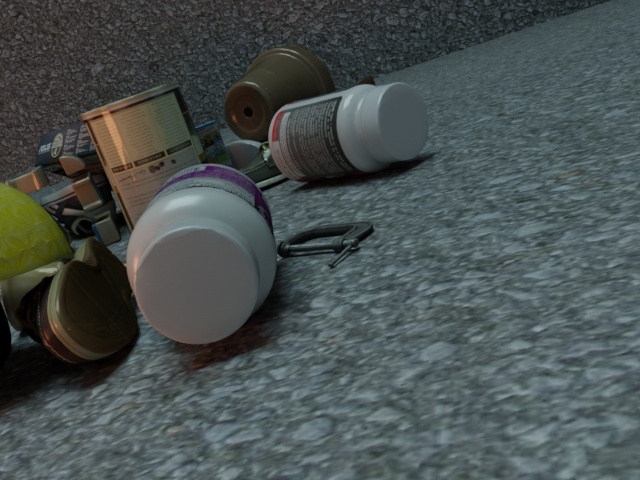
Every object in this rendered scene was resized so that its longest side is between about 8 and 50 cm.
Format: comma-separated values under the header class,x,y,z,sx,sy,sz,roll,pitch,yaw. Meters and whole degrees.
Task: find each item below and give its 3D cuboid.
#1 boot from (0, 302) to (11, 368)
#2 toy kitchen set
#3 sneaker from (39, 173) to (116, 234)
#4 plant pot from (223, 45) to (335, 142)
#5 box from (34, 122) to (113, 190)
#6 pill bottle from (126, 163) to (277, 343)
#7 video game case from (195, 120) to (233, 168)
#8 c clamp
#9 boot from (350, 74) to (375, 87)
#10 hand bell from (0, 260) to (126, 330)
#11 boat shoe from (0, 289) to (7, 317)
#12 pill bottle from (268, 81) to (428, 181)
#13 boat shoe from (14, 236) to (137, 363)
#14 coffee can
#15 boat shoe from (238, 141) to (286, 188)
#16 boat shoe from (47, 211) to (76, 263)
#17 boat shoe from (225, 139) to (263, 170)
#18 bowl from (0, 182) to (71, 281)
class,x,y,z,sx,sy,sz,roll,pitch,yaw
boot,-0.550,0.164,0.934,0.260,0.131,0.348,-15,4,-10
toy kitchen set,-0.553,-0.070,1.629,0.166,0.207,0.122,-25,15,-9
sneaker,-0.601,-0.076,1.870,0.126,0.128,0.321,-28,12,-31
plant pot,-0.123,-0.343,1.908,0.263,0.263,0.229,-10,16,33
box,-0.464,-0.188,1.836,0.318,0.097,0.395,15,-11,-40
pill bottle,-0.136,0.011,0.895,0.169,0.169,0.301,-20,15,0
video game case,-0.253,-0.162,1.640,0.119,0.166,0.015,-25,16,-19
c clamp,0.000,0.000,1.038,0.160,0.022,0.137,-3,23,46
boot,0.059,-0.272,1.799,0.112,0.115,0.305,-38,4,-29
hand bell,-0.358,0.061,1.182,0.242,0.126,0.126,-8,14,-8
boat shoe,-0.504,0.076,1.322,0.184,0.063,0.066,-27,17,-25
pill bottle,0.049,-0.199,1.405,0.283,0.161,0.161,-2,23,47
boat shoe,-0.323,0.093,0.978,0.123,0.123,0.342,-40,20,0
coffee can,-0.328,-0.155,1.503,0.201,0.275,0.201,-18,16,5
boat shoe,-0.082,-0.185,1.651,0.305,0.091,0.109,-24,16,-16
boat shoe,-0.587,0.017,1.582,0.103,0.113,0.302,-42,14,-8
boat shoe,-0.201,-0.202,1.872,0.267,0.096,0.088,-15,18,50
bowl,-0.470,-0.010,0.923,0.289,0.156,0.289,-17,7,2
